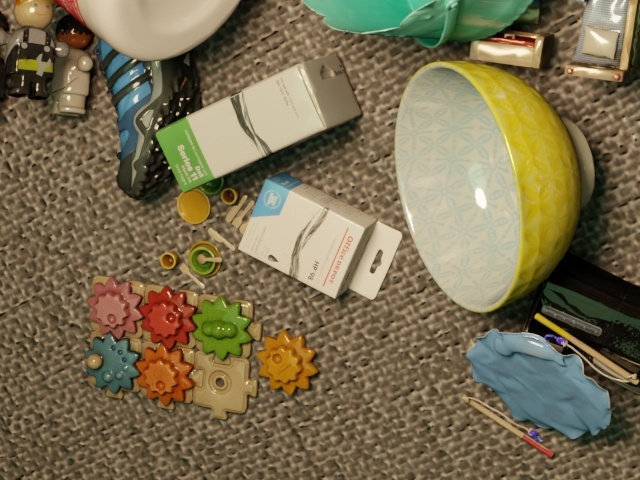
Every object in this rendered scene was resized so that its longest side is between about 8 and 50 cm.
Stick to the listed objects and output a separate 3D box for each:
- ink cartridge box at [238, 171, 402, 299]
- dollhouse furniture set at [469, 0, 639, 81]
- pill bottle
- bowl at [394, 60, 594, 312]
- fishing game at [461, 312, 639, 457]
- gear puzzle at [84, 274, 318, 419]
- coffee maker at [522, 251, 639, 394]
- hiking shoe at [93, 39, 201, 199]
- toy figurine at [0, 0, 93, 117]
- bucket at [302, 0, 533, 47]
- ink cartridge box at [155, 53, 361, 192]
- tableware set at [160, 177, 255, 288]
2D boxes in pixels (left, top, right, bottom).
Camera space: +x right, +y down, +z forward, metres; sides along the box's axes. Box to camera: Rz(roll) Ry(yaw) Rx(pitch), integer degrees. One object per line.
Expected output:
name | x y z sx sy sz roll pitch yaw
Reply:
ink cartridge box | 0.000 0.000 1.753 0.180 0.060 0.104 26 108 13
dollhouse furniture set | 0.267 -0.258 1.570 0.184 0.129 0.129 10 104 17
pill bottle | -0.283 -0.403 1.641 0.408 0.229 0.229 40 112 30
bowl | 0.219 -0.074 1.593 0.156 0.289 0.289 -13 99 -21
fishing game | 0.260 0.164 1.642 0.189 0.041 0.264 32 149 7
gear puzzle | -0.166 0.155 1.852 0.339 0.044 0.175 9 104 17
coffee maker | 0.345 0.081 1.631 0.178 0.120 0.171 25 90 11
hiking shoe | -0.228 -0.206 1.776 0.132 0.113 0.304 13 95 23
toy figurine | -0.401 -0.244 1.769 0.209 0.213 0.148 1 85 16
bucket | 0.113 -0.348 1.530 0.281 0.183 0.281 -4 85 45
ink cartridge box | -0.072 -0.145 1.700 0.208 0.153 0.087 -23 94 23
tableware set | -0.156 -0.017 1.825 0.104 0.024 0.154 41 111 8
